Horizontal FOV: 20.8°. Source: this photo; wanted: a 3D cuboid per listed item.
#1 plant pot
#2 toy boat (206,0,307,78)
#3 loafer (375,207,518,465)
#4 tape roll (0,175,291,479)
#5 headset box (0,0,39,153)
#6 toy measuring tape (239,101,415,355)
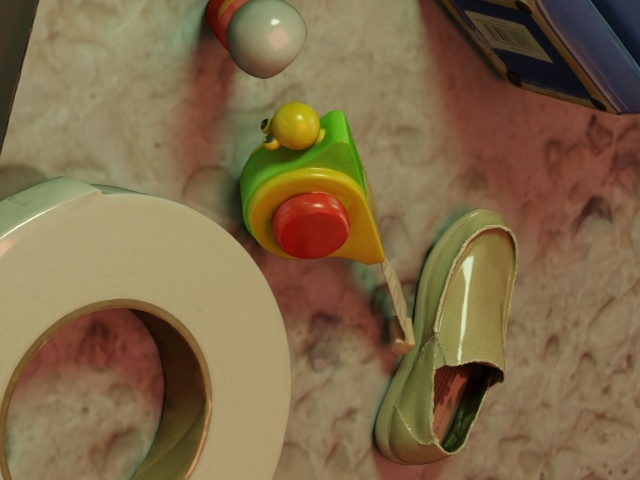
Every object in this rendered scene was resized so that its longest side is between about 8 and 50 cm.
[{"bbox_3d":[0.246,-0.262,1.648,0.212,0.236,0.236,-52,126,-10],"label":"plant pot"},{"bbox_3d":[-0.050,-0.298,1.427,0.268,0.148,0.318,-4,109,-18],"label":"toy boat"},{"bbox_3d":[0.143,0.101,1.720,0.102,0.092,0.268,21,86,-39],"label":"loafer"},{"bbox_3d":[-0.196,0.143,1.475,0.392,0.072,0.392,-9,105,-36],"label":"tape roll"},{"bbox_3d":[-0.315,-0.136,1.188,0.131,0.283,0.246,14,90,-39],"label":"headset box"},{"bbox_3d":[0.000,0.000,1.597,0.121,0.121,0.330,-45,141,-22],"label":"toy measuring tape"}]
